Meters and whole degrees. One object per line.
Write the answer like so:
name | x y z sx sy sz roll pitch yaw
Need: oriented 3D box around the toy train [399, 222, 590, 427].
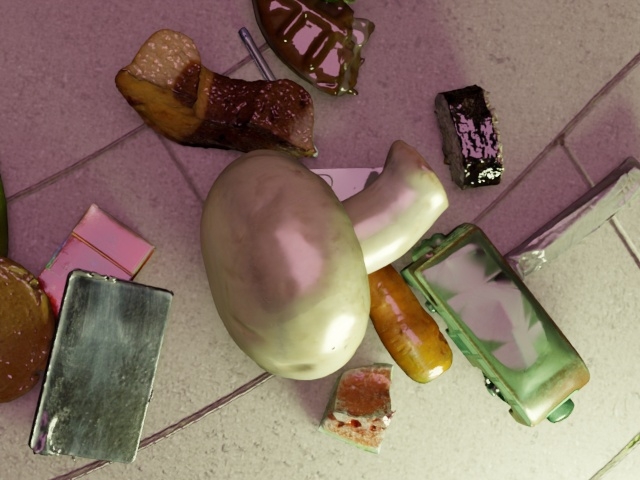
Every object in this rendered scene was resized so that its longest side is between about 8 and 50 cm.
toy train | 0.253 0.122 1.898 0.129 0.159 0.326 -37 90 -5

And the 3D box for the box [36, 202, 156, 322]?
box | -0.328 0.049 1.908 0.112 0.048 0.175 34 83 0

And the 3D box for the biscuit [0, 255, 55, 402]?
biscuit | -0.469 0.118 1.866 0.226 0.042 0.226 1 102 5

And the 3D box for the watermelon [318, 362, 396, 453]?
watermelon | 0.051 0.252 1.885 0.098 0.158 0.121 8 111 -4

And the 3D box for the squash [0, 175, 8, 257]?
squash | -0.488 -0.075 1.898 0.080 0.071 0.318 -15 89 31

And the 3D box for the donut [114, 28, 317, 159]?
donut | -0.148 -0.197 1.909 0.295 0.151 0.112 24 69 -15

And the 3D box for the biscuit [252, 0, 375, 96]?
biscuit | 0.048 -0.405 1.952 0.268 0.115 0.366 42 81 -1

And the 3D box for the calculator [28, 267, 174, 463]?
calculator | -0.304 0.180 1.872 0.161 0.021 0.261 15 89 -28

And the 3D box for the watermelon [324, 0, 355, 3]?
watermelon | 0.014 -0.371 1.842 0.109 0.109 0.109 0 84 -5

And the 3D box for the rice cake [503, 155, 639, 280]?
rice cake | 0.378 -0.032 1.977 0.270 0.049 0.055 -38 111 -7

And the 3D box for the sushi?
sushi | 0.219 -0.150 1.955 0.078 0.090 0.150 -12 83 -10

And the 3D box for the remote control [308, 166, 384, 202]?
remote control | 0.023 -0.068 1.963 0.245 0.022 0.077 -2 87 -4

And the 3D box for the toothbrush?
toothbrush | -0.061 -0.217 1.972 0.016 0.019 0.219 -30 87 -9

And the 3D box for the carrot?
carrot | 0.113 0.113 1.922 0.087 0.087 0.193 -35 90 -7

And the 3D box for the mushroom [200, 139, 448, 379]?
mushroom | -0.030 0.006 1.788 0.315 0.315 0.356 31 112 -1
